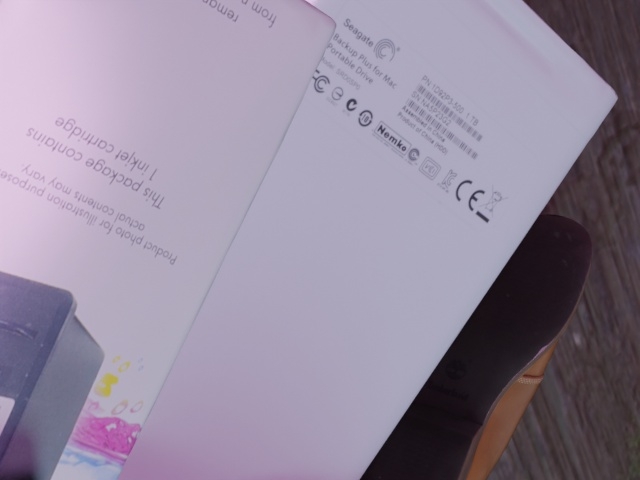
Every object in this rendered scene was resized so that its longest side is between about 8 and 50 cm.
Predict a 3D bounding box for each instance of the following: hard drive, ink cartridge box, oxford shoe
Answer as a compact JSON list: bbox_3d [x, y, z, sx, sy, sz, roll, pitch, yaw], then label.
[{"bbox_3d":[0.000,0.000,0.585,0.203,0.040,0.307,34,91,-35],"label":"hard drive"},{"bbox_3d":[-0.159,0.044,0.445,0.119,0.207,0.353,29,84,-32],"label":"ink cartridge box"},{"bbox_3d":[0.094,0.079,0.688,0.212,0.076,0.076,-56,149,-14],"label":"oxford shoe"}]
